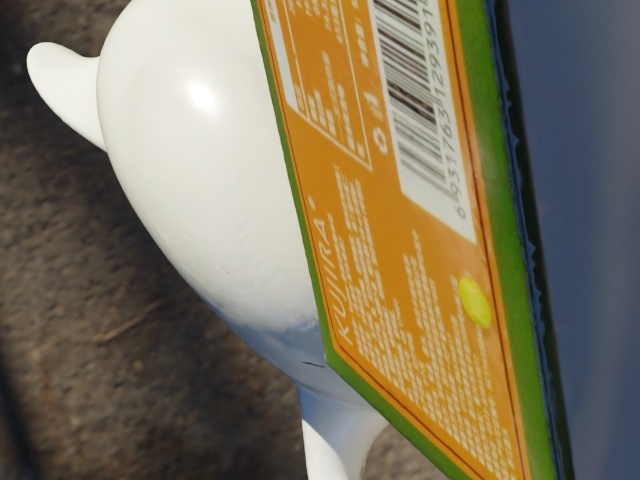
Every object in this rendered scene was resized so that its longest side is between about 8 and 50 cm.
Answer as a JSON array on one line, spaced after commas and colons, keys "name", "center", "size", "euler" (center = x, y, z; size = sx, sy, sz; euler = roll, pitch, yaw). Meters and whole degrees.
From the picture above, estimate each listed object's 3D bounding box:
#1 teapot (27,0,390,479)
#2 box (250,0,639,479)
[{"name": "teapot", "center": [0.000, 0.000, 0.764], "size": [0.166, 0.208, 0.300], "euler": [-29, 67, 10]}, {"name": "box", "center": [0.087, -0.050, 0.510], "size": [0.148, 0.177, 0.195], "euler": [39, 148, 51]}]
